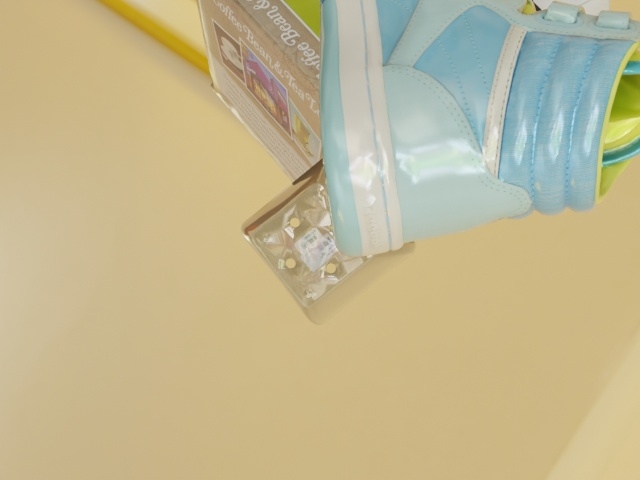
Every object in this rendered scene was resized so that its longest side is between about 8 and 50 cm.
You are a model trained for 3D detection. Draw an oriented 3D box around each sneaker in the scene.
[{"bbox_3d":[0.105,-0.126,1.071,0.127,0.208,0.319,79,9,-52],"label":"sneaker"}]

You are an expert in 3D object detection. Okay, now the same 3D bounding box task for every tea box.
[{"bbox_3d":[0.081,-0.212,1.886,0.323,0.329,0.220,-27,143,-16],"label":"tea box"}]

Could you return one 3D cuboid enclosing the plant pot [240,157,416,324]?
[{"bbox_3d":[0.000,0.000,1.425,0.109,0.109,0.096,-39,178,8],"label":"plant pot"}]
